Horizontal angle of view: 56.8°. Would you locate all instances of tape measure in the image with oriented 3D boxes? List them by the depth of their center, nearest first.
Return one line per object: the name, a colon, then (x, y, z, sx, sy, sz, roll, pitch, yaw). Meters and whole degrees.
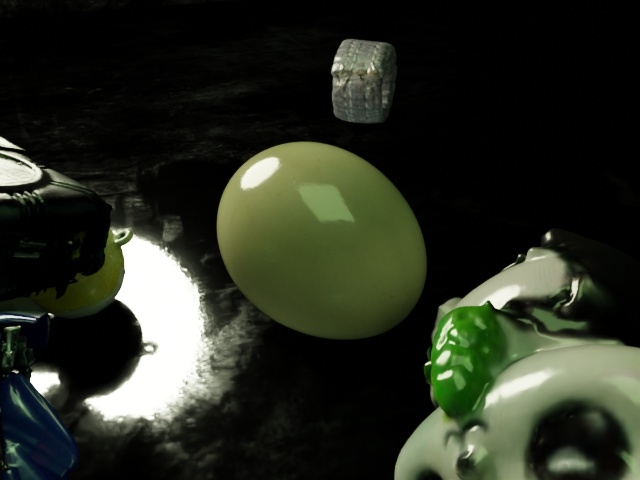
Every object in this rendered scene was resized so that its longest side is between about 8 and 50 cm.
tape measure: (-0.304, -0.019, 0.498, 0.199, 0.112, 0.186, 23, 15, 23)

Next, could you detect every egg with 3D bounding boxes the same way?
egg: (0.000, 0.000, 0.602, 0.186, 0.186, 0.241, -29, 49, -36)

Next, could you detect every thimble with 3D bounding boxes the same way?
thimble: (0.082, -0.293, 1.097, 0.097, 0.150, 0.150, 9, 34, 15)

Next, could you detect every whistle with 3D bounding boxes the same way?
whistle: (-0.300, 0.049, 0.640, 0.223, 0.123, 0.123, -28, 36, -2)

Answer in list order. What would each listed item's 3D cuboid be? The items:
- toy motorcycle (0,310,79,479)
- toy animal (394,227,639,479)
toy motorcycle: (-0.200, 0.150, 0.368, 0.315, 0.113, 0.169, 47, 60, 7)
toy animal: (0.153, 0.124, 0.383, 0.212, 0.213, 0.267, 10, 28, 18)
